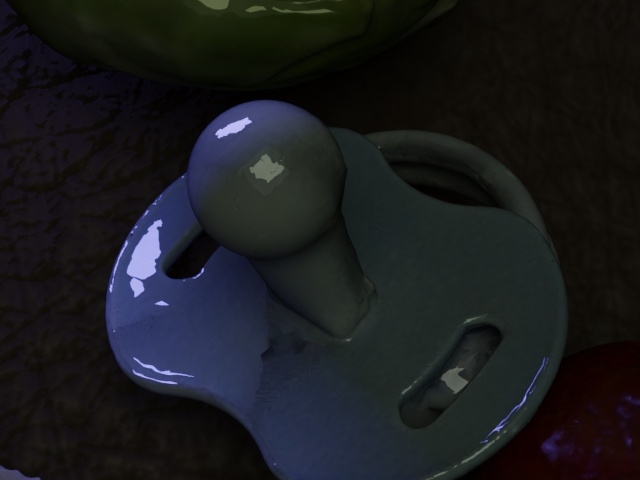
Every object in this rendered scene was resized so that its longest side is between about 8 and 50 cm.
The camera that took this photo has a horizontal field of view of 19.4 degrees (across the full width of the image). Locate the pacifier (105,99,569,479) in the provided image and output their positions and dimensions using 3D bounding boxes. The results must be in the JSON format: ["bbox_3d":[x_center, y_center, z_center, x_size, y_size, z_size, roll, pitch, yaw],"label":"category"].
[{"bbox_3d":[0.000,0.000,1.059,0.299,0.233,0.244,29,72,33],"label":"pacifier"}]

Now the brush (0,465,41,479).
[{"bbox_3d":[-0.198,0.260,1.034,0.174,0.166,0.266,29,78,4],"label":"brush"}]

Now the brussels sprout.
[{"bbox_3d":[-0.062,-0.239,1.137,0.328,0.247,0.328,0,90,-10],"label":"brussels sprout"}]

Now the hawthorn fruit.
[{"bbox_3d":[0.163,0.158,1.067,0.266,0.210,0.230,21,72,20],"label":"hawthorn fruit"}]
